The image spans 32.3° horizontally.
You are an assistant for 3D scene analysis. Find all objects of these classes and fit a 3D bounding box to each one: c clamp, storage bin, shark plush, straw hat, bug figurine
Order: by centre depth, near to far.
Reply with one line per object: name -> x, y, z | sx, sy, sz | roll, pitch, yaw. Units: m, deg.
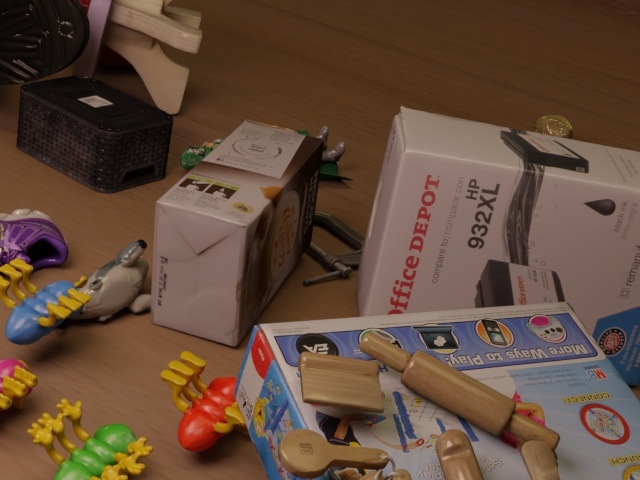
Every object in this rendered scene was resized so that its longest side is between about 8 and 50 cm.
bug figurine -> -0.193, 0.123, 0.925 | 0.279, 0.072, 0.216 | 27, 35, 20
shark plush -> -0.228, 0.060, 1.101 | 0.067, 0.073, 0.161 | 8, 38, 41
c clamp -> 0.000, 0.000, 1.327 | 0.137, 0.022, 0.161 | -6, 31, -33
storage bin -> -0.291, -0.141, 1.421 | 0.180, 0.084, 0.122 | 28, 30, 29
straw hat -> 0.380, -0.175, 1.816 | 0.144, 0.061, 0.144 | 10, 24, -5

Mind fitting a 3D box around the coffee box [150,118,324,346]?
coffee box -> -0.083, -0.017, 1.167 | 0.098, 0.141, 0.246 | 14, 29, 12

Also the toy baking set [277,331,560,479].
toy baking set -> 0.085, 0.162, 0.756 | 0.256, 0.030, 0.197 | 25, 40, 8

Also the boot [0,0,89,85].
boot -> -0.445, -0.306, 1.548 | 0.348, 0.131, 0.260 | -5, 21, 16

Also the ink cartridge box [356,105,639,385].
ink cartridge box -> 0.208, 0.008, 1.165 | 0.307, 0.223, 0.129 | 10, 26, -4

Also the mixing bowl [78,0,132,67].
mixing bowl -> -0.334, -0.339, 1.790 | 0.181, 0.098, 0.181 | 10, 20, -3

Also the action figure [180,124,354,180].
action figure -> -0.082, -0.117, 1.497 | 0.232, 0.063, 0.137 | -9, 35, -31

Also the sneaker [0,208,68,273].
sneaker -> -0.332, 0.007, 1.116 | 0.170, 0.068, 0.071 | -11, 39, -41

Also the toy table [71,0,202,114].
toy table -> -0.253, -0.321, 1.605 | 0.161, 0.274, 0.252 | 15, 28, -11

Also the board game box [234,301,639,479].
board game box -> 0.128, 0.187, 0.837 | 0.308, 0.086, 0.302 | -2, 42, -27
